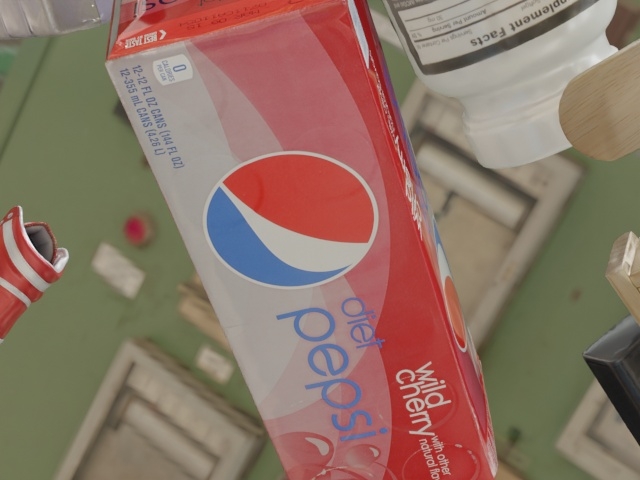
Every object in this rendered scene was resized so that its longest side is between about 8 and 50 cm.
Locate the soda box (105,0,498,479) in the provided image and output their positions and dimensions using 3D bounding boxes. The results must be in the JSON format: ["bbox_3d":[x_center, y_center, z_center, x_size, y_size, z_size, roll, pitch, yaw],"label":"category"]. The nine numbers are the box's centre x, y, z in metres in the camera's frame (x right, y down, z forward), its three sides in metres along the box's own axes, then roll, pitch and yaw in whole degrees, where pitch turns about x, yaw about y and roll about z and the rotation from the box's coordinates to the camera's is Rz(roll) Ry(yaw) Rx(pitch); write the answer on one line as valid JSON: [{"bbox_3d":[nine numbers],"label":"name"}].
[{"bbox_3d":[0.000,0.000,0.614,0.092,0.263,0.083,-14,38,8],"label":"soda box"}]

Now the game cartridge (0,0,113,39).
[{"bbox_3d":[-0.219,-0.285,0.828,0.068,0.355,0.230,-23,17,-22],"label":"game cartridge"}]

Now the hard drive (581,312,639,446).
[{"bbox_3d":[0.340,0.080,1.096,0.172,0.254,0.054,58,-4,5],"label":"hard drive"}]

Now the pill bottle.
[{"bbox_3d":[0.119,-0.204,1.102,0.278,0.162,0.162,63,10,-15],"label":"pill bottle"}]

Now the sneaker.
[{"bbox_3d":[-0.169,0.005,0.755,0.118,0.067,0.042,41,-5,47],"label":"sneaker"}]

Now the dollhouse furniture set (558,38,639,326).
[{"bbox_3d":[0.277,-0.063,0.863,0.303,0.173,0.355,54,28,-13],"label":"dollhouse furniture set"}]
